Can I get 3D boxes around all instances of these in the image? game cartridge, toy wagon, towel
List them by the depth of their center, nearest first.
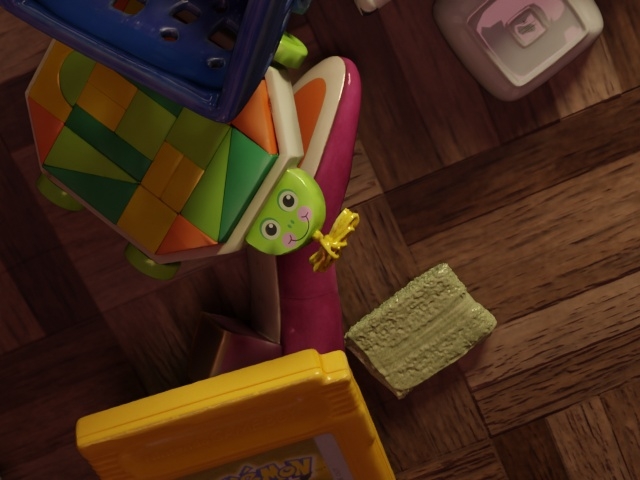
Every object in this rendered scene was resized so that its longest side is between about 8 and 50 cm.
[{"bbox_3d":[-0.118,-0.092,1.090,0.344,0.068,0.267,37,109,13],"label":"toy wagon"},{"bbox_3d":[-0.072,0.258,1.256,0.285,0.052,0.323,-17,137,4],"label":"game cartridge"},{"bbox_3d":[0.108,0.100,1.275,0.148,0.027,0.110,-38,109,13],"label":"towel"}]

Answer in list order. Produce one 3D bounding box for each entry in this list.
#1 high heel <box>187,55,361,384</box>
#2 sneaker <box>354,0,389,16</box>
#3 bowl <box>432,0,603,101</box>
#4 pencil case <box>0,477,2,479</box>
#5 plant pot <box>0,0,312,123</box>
[{"bbox_3d":[0.000,0.000,1.205,0.181,0.127,0.377,12,111,-35],"label":"high heel"},{"bbox_3d":[-0.015,-0.308,1.059,0.258,0.094,0.091,41,101,-18],"label":"sneaker"},{"bbox_3d":[0.196,-0.214,1.135,0.142,0.053,0.142,-37,109,13],"label":"bowl"},{"bbox_3d":[-0.467,0.353,1.301,0.124,0.113,0.273,32,108,-5],"label":"pencil case"},{"bbox_3d":[-0.101,-0.274,0.936,0.236,0.212,0.236,29,135,7],"label":"plant pot"}]
